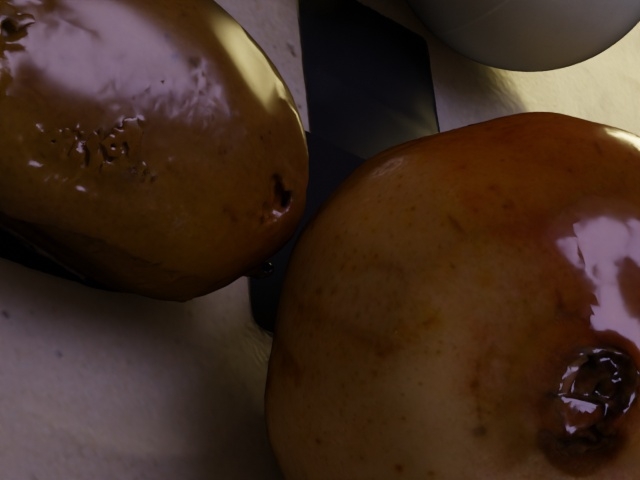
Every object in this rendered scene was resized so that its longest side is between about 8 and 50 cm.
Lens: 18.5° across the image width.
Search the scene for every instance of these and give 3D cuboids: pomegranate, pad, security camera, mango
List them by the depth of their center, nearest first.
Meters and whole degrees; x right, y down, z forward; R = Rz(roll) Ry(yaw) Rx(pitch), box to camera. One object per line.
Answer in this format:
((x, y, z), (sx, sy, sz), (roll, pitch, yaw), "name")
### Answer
((-0.113, -0.063, 0.901), (0.248, 0.151, 0.156), (26, 11, -27), "mango")
((0.097, 0.069, 0.922), (0.264, 0.264, 0.264), (32, 39, -31), "pomegranate")
((0.000, 0.000, 1.088), (0.112, 0.003, 0.157), (24, 44, -34), "pad")
((0.034, -0.077, 1.201), (0.116, 0.004, 0.193), (25, 44, -34), "pad")
((0.120, -0.208, 1.258), (0.236, 0.194, 0.195), (30, 40, -31), "security camera")
